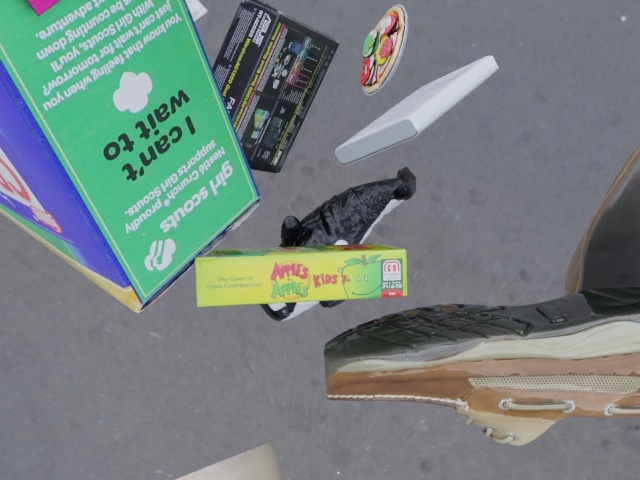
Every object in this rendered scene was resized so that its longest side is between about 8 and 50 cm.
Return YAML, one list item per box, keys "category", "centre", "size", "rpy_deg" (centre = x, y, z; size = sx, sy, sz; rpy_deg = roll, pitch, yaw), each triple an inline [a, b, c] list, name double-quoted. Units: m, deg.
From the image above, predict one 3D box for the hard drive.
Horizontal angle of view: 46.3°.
- category: "hard drive"
  centre: [0.187, -0.252, 1.440]
  size: [0.307, 0.203, 0.040]
  rpy_deg: [-41, 105, -39]

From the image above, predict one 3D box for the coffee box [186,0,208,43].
- category: "coffee box"
  centre: [-0.283, -0.325, 0.975]
  size: [0.246, 0.098, 0.141]
  rpy_deg: [46, 70, 1]

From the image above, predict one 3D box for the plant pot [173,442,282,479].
- category: "plant pot"
  centre: [-0.171, 0.455, 1.153]
  size: [0.284, 0.284, 0.191]
  rpy_deg: [-22, 75, -5]

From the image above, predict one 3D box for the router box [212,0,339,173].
- category: "router box"
  centre: [-0.045, -0.115, 0.581]
  size: [0.038, 0.092, 0.122]
  rpy_deg: [32, 104, 25]

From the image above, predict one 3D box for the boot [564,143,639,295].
- category: "boot"
  centre: [0.302, -0.010, 0.748]
  size: [0.112, 0.305, 0.115]
  rpy_deg: [5, 43, -1]

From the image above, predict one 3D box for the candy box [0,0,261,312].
- category: "candy box"
  centre: [-0.199, -0.145, 0.436]
  size: [0.268, 0.317, 0.122]
  rpy_deg: [24, 58, 38]

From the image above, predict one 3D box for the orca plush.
- category: "orca plush"
  centre: [0.000, 0.000, 1.000]
  size: [0.287, 0.102, 0.151]
  rpy_deg: [-33, 49, 31]

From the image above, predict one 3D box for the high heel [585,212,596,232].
- category: "high heel"
  centre: [0.458, 0.004, 0.945]
  size: [0.127, 0.377, 0.181]
  rpy_deg: [30, 84, -18]

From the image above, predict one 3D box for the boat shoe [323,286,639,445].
- category: "boat shoe"
  centre: [0.166, 0.120, 0.650]
  size: [0.324, 0.122, 0.120]
  rpy_deg: [-6, 99, 5]

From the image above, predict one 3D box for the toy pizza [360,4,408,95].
- category: "toy pizza"
  centre: [0.128, -0.412, 1.615]
  size: [0.032, 0.201, 0.201]
  rpy_deg: [15, 72, -19]

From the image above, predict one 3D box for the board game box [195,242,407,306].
- category: "board game box"
  centre: [-0.021, 0.029, 0.682]
  size: [0.181, 0.092, 0.043]
  rpy_deg: [-2, 93, -9]
